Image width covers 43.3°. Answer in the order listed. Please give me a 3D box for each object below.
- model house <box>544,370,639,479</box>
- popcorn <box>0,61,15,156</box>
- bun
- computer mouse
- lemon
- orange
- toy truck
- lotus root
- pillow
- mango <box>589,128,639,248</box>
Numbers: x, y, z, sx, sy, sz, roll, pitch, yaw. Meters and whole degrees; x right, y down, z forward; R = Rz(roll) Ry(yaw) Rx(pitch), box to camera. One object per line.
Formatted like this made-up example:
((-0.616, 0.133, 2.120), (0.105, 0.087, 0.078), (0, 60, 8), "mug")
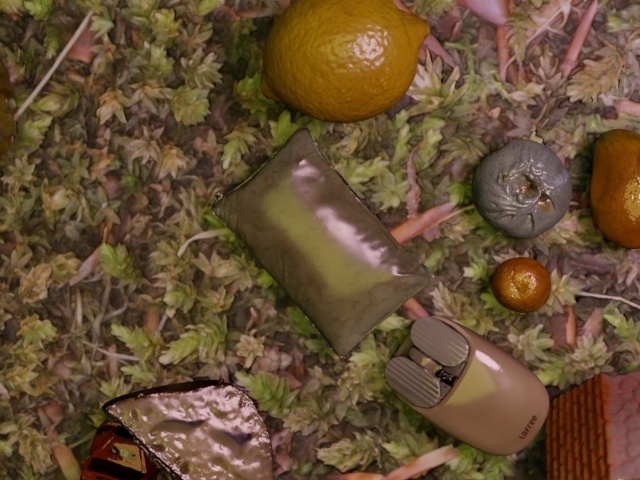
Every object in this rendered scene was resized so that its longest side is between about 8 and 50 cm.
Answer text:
((0.439, 0.299, 1.101), (0.237, 0.202, 0.237), (-19, 130, 27), "model house")
((-0.540, -0.188, 1.139), (0.169, 0.218, 0.189), (13, 74, 46), "popcorn")
((0.285, -0.071, 1.130), (0.140, 0.083, 0.141), (0, 92, 1), "bun")
((0.212, 0.210, 1.151), (0.236, 0.082, 0.145), (35, 95, 0), "computer mouse")
((0.029, -0.250, 1.087), (0.244, 0.187, 0.187), (-15, 92, 10), "lemon")
((0.285, 0.062, 1.144), (0.083, 0.070, 0.083), (2, 96, 16), "orange")
((-0.312, 0.397, 1.178), (0.107, 0.114, 0.253), (18, 94, 2), "toy truck")
((-0.166, 0.285, 1.159), (0.170, 0.074, 0.261), (-40, 96, -19), "lotus root")
((0.000, 0.000, 1.156), (0.185, 0.075, 0.302), (-41, 91, 3), "pillow")
((0.434, -0.070, 1.121), (0.115, 0.089, 0.165), (4, 90, 13), "mango")
